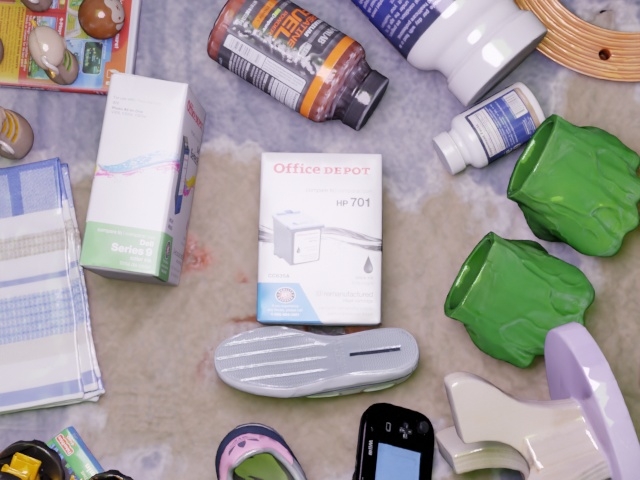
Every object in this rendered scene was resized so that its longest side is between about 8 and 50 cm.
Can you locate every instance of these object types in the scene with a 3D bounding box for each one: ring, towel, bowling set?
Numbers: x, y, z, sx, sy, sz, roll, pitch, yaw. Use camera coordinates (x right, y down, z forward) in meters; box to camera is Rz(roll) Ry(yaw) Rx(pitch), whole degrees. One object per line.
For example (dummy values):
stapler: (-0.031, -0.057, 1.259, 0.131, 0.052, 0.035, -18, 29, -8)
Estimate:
ring: (0.356, -0.347, 1.523, 0.336, 0.032, 0.337, 0, 84, 3)
towel: (-0.367, 0.059, 1.497, 0.209, 0.034, 0.285, -11, 81, 3)
bowling set: (-0.327, -0.251, 1.444, 0.199, 0.154, 0.287, -26, 84, -1)

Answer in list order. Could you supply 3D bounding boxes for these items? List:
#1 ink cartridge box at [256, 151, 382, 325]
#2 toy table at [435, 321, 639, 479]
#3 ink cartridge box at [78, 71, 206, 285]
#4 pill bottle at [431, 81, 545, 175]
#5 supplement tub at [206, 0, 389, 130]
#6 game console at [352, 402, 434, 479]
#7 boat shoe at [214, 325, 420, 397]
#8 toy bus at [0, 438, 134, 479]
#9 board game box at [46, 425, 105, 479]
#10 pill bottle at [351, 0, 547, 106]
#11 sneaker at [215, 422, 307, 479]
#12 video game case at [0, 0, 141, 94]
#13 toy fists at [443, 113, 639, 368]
ink cartridge box: (0.000, 0.000, 1.468, 0.139, 0.082, 0.191, 0, 85, 2)
toy table: (0.233, 0.236, 1.363, 0.160, 0.252, 0.274, -19, 96, -8)
ink cartridge box: (-0.193, -0.063, 1.443, 0.093, 0.154, 0.212, 7, 83, 2)
pill bottle: (0.190, -0.124, 1.483, 0.120, 0.067, 0.067, -29, 83, -2)
supplement tub: (-0.022, -0.204, 1.481, 0.198, 0.106, 0.106, 32, 85, 4)
game console: (0.058, 0.350, 1.383, 0.044, 0.213, 0.361, -12, 64, 41)
boat shoe: (-0.003, 0.146, 1.452, 0.226, 0.076, 0.083, 0, 59, 2)
toy bus: (-0.300, 0.339, 1.376, 0.220, 0.149, 0.211, 19, 97, 0)
board game box: (-0.318, 0.335, 1.460, 0.211, 0.039, 0.160, -37, 84, -2)
pill bottle: (0.120, -0.287, 1.461, 0.153, 0.153, 0.265, -41, 83, -3)
sneaker: (-0.023, 0.348, 1.402, 0.112, 0.131, 0.319, -31, 87, -4)
video game case: (-0.354, -0.280, 1.538, 0.285, 0.025, 0.204, 5, 83, 3)
toy fists: (0.253, 0.005, 1.444, 0.142, 0.096, 0.279, 30, 85, -10)
